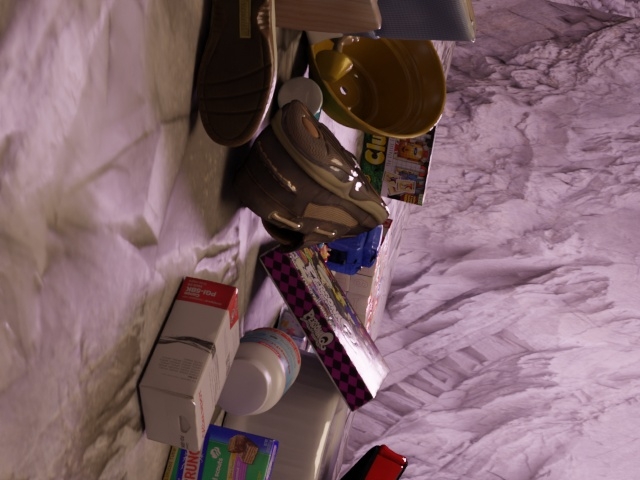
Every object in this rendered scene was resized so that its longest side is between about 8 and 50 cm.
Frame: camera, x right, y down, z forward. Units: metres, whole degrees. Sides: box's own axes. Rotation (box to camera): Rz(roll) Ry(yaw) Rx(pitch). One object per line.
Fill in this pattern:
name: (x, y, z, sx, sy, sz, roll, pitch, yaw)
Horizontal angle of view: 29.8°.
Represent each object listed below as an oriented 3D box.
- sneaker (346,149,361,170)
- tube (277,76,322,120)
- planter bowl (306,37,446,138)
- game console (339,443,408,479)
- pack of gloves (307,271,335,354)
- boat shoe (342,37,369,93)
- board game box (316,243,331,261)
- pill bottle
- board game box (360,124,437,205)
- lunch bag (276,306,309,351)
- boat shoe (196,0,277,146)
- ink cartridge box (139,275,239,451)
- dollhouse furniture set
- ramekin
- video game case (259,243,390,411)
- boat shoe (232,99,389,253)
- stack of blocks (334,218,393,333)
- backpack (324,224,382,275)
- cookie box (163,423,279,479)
sneaker: (0.030, -0.107, 1.912, 0.178, 0.072, 0.077, 82, 0, -66)
tube: (-0.023, -0.152, 1.492, 0.207, 0.052, 0.080, 83, 24, -84)
planter bowl: (0.052, -0.212, 1.559, 0.090, 0.217, 0.217, -34, -150, 48)
game console: (-0.033, 0.481, 1.725, 0.386, 0.060, 0.342, -52, 180, 30)
pack of gloves: (0.007, 0.152, 2.130, 0.195, 0.046, 0.232, 92, 18, -49)
boat shoe: (0.057, -0.258, 1.714, 0.233, 0.084, 0.079, 64, 36, -81)
board game box: (0.000, 0.000, 1.924, 0.168, 0.033, 0.133, 79, 25, -72)
pill bottle: (-0.078, 0.158, 1.435, 0.160, 0.087, 0.087, -35, 137, -79)
board game box: (0.151, -0.187, 2.308, 0.030, 0.136, 0.259, -63, 164, -48)
lunch bag: (-0.042, 0.145, 1.803, 0.083, 0.053, 0.071, -81, -179, -58)
boat shoe: (-0.068, -0.179, 1.062, 0.072, 0.068, 0.190, -89, -172, -69)
ink cartridge box: (-0.124, 0.119, 1.160, 0.099, 0.056, 0.135, 93, 12, -49)
dollhouse furniture set: (0.084, -0.228, 1.221, 0.303, 0.287, 0.198, 64, 38, -59)
ramekin: (-0.049, 0.278, 1.667, 0.277, 0.135, 0.277, 13, 90, -82)
video game case: (0.011, 0.103, 1.615, 0.232, 0.042, 0.210, 59, 9, 2)
boat shoe: (-0.020, -0.060, 1.391, 0.130, 0.132, 0.355, -37, 162, 5)
stack of blocks: (0.061, 0.114, 2.341, 0.171, 0.087, 0.297, -62, 164, -61)
backpack: (0.050, 0.007, 2.053, 0.120, 0.101, 0.098, 105, 6, -61)
cookie box: (-0.109, 0.246, 1.292, 0.040, 0.107, 0.091, 66, 37, -75)
